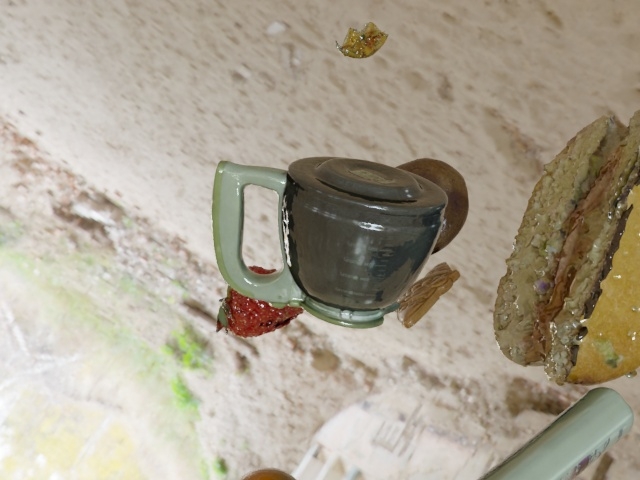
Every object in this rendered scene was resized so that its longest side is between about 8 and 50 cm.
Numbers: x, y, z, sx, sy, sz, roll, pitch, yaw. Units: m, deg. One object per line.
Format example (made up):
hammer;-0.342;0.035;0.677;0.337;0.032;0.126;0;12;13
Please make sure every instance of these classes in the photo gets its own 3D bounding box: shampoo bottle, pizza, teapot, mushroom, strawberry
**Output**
shampoo bottle;0.263;0.318;1.078;0.078;0.359;0.134;52;146;19
pizza;0.047;-0.219;0.903;0.016;0.083;0.037;7;113;44
teapot;0.014;0.009;1.208;0.321;0.239;0.239;1;-159;-28
mushroom;0.190;-0.069;1.682;0.138;0.231;0.194;41;-163;-42
strawberry;-0.111;0.151;1.785;0.228;0.174;0.098;14;-167;-34

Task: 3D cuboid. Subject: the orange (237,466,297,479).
orange;-0.090;0.595;1.754;0.240;0.171;0.240;50;169;13

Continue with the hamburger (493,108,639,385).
hamburger;0.478;0.041;1.326;0.287;0.445;0.268;26;172;-22

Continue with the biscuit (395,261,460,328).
biscuit;0.210;0.108;1.675;0.162;0.250;0.035;-36;98;32
